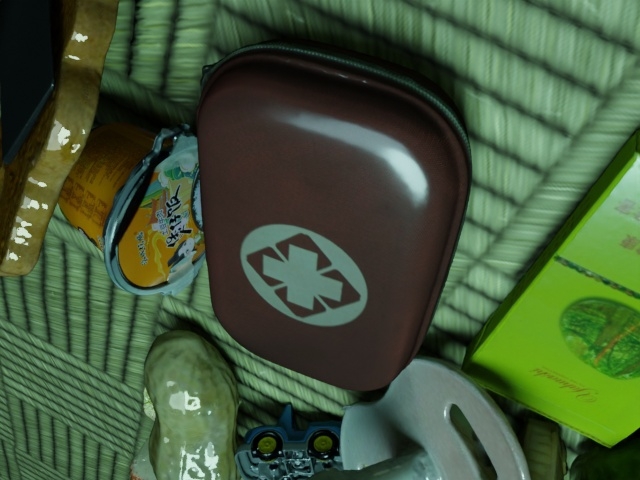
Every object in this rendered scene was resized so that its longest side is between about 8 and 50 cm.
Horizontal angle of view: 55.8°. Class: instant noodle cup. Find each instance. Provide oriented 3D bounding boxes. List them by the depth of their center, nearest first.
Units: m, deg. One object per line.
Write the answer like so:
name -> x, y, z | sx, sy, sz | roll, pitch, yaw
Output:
instant noodle cup -> -0.195, -0.048, 0.642 | 0.126, 0.178, 0.208 | 28, 120, 22

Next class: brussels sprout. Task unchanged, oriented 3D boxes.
brussels sprout -> 0.353, 0.279, 0.648 | 0.131, 0.145, 0.183 | 32, 135, -10

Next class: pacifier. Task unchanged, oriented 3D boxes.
pacifier -> 0.103, 0.281, 0.712 | 0.273, 0.220, 0.332 | 22, 138, -13

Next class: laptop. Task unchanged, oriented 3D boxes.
laptop -> -0.270, -0.184, 0.559 | 0.016, 0.197, 0.135 | 7, 152, -42

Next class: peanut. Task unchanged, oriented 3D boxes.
peanut -> -0.192, 0.278, 0.916 | 0.149, 0.149, 0.313 | 9, 114, 21

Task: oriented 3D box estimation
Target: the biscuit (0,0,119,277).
biscuit -> -0.263, -0.126, 0.584 | 0.047, 0.202, 0.333 | 9, 124, -40

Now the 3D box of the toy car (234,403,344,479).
toy car -> -0.028, 0.314, 0.925 | 0.191, 0.100, 0.097 | -4, 129, 5

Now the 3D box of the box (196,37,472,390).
box -> 0.000, 0.000, 0.613 | 0.263, 0.108, 0.403 | 18, 135, 13

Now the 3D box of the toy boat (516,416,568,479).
toy boat -> 0.265, 0.362, 0.792 | 0.089, 0.121, 0.320 | 10, 119, 20

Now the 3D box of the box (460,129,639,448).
box -> 0.285, 0.071, 0.572 | 0.187, 0.047, 0.335 | 25, 135, 5

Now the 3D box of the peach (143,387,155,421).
peach -> -0.246, 0.257, 1.006 | 0.098, 0.061, 0.098 | -1, 108, -4

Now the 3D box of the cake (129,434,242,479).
cake -> -0.279, 0.413, 1.097 | 0.159, 0.158, 0.262 | 46, 135, -10
